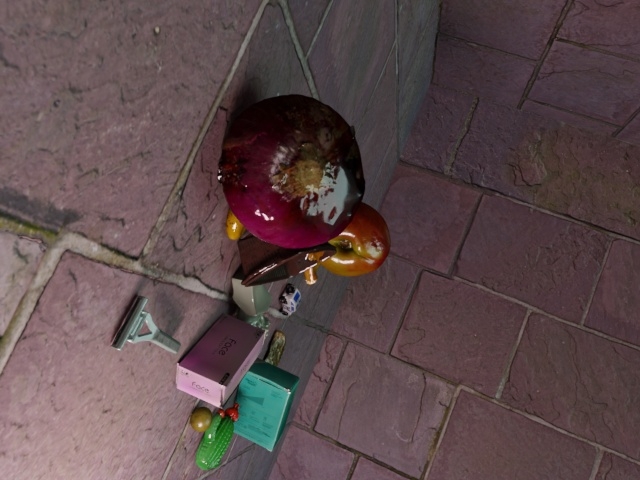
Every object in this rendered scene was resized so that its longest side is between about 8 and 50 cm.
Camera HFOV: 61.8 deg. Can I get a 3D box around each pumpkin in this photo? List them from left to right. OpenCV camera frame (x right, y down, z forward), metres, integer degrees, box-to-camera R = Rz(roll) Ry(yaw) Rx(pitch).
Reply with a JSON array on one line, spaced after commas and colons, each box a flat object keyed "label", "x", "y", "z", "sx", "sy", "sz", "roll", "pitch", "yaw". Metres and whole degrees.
[{"label": "pumpkin", "x": 0.005, "y": 0.007, "z": 2.243, "sx": 0.290, "sy": 0.095, "sz": 0.258, "roll": -49, "pitch": 151, "yaw": -47}]

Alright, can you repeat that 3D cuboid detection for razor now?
[{"label": "razor", "x": -0.351, "y": 0.209, "z": 1.155, "sx": 0.278, "sy": 0.056, "sz": 0.111, "roll": 77, "pitch": 34, "yaw": -68}]

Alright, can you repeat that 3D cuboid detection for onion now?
[{"label": "onion", "x": -0.079, "y": -0.161, "z": 1.254, "sx": 0.348, "sy": 0.347, "sz": 0.385, "roll": -69, "pitch": -158, "yaw": 1}]

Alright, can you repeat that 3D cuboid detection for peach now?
[{"label": "peach", "x": 0.108, "y": -0.010, "z": 1.989, "sx": 0.332, "sy": 0.307, "sz": 0.308, "roll": -43, "pitch": 152, "yaw": -83}]

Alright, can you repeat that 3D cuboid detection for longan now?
[{"label": "longan", "x": -0.361, "y": 0.543, "z": 1.635, "sx": 0.083, "sy": 0.075, "sz": 0.075, "roll": -48, "pitch": 156, "yaw": -66}]

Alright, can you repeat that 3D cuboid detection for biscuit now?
[{"label": "biscuit", "x": -0.189, "y": 0.469, "z": 2.273, "sx": 0.118, "sy": 0.061, "sz": 0.183, "roll": 19, "pitch": 91, "yaw": -79}]

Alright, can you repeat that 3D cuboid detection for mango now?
[{"label": "mango", "x": -0.208, "y": -0.051, "z": 1.349, "sx": 0.114, "sy": 0.057, "sz": 0.079, "roll": -67, "pitch": 175, "yaw": 35}]

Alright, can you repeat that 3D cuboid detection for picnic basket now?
[{"label": "picnic basket", "x": -0.102, "y": 0.023, "z": 1.505, "sx": 0.222, "sy": 0.129, "sz": 0.296, "roll": -29, "pitch": 169, "yaw": 25}]

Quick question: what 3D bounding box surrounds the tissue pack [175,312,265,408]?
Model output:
[{"label": "tissue pack", "x": -0.273, "y": 0.324, "z": 1.479, "sx": 0.246, "sy": 0.148, "sz": 0.093, "roll": -54, "pitch": 160, "yaw": -55}]

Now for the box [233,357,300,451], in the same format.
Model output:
[{"label": "box", "x": -0.220, "y": 0.633, "z": 2.075, "sx": 0.118, "sy": 0.205, "sz": 0.312, "roll": -47, "pitch": 155, "yaw": -64}]

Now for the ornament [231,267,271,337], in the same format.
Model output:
[{"label": "ornament", "x": -0.210, "y": 0.209, "z": 1.613, "sx": 0.130, "sy": 0.120, "sz": 0.285, "roll": -56, "pitch": 161, "yaw": -40}]

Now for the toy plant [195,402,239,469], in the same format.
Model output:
[{"label": "toy plant", "x": -0.352, "y": 0.666, "z": 1.842, "sx": 0.155, "sy": 0.088, "sz": 0.240, "roll": 59, "pitch": 45, "yaw": -56}]

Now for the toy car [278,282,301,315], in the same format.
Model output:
[{"label": "toy car", "x": -0.120, "y": 0.240, "z": 2.161, "sx": 0.171, "sy": 0.070, "sz": 0.080, "roll": 94, "pitch": 21, "yaw": -55}]
